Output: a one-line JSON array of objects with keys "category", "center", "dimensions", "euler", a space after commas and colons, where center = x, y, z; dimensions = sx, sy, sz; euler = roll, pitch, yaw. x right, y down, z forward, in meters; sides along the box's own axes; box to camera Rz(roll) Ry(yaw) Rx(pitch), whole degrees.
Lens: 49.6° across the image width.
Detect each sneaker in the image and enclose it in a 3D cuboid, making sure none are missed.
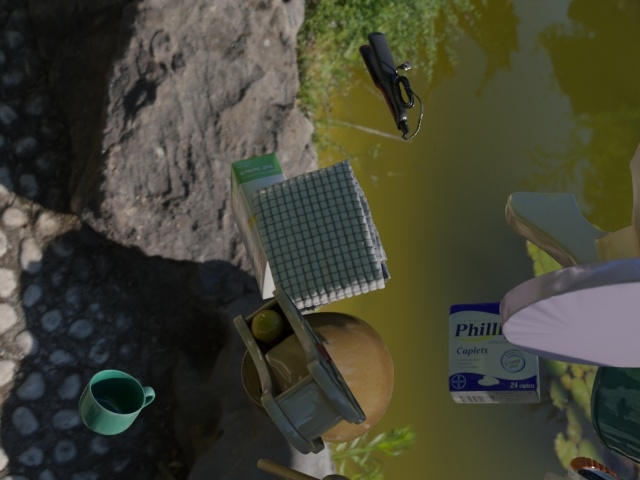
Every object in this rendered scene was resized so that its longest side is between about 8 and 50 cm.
[{"category": "sneaker", "center": [0.588, 0.532, 1.355], "dimensions": [0.262, 0.121, 0.099], "euler": [27, 23, 10]}]

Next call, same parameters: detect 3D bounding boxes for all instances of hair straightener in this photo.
[{"category": "hair straightener", "center": [0.134, -0.291, 1.279], "dimensions": [0.047, 0.089, 0.231], "euler": [-6, 68, -25]}]

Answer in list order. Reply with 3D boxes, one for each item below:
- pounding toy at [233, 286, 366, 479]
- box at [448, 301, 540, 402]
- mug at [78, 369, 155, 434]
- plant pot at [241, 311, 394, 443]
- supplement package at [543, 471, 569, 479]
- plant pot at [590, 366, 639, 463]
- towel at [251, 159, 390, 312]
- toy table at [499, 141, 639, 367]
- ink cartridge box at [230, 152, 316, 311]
[{"category": "pounding toy", "center": [-0.047, 0.193, 0.826], "dimensions": [0.270, 0.154, 0.154], "euler": [56, 0, 40]}, {"category": "box", "center": [0.256, 0.166, 1.026], "dimensions": [0.072, 0.126, 0.137], "euler": [54, 36, -56]}, {"category": "mug", "center": [-0.463, 0.376, 1.563], "dimensions": [0.157, 0.097, 0.129], "euler": [26, 27, -20]}, {"category": "plant pot", "center": [-0.026, 0.221, 1.152], "dimensions": [0.254, 0.237, 0.237], "euler": [31, 44, -65]}, {"category": "supplement package", "center": [0.419, 0.464, 0.906], "dimensions": [0.292, 0.177, 0.175], "euler": [30, 81, 1]}, {"category": "plant pot", "center": [0.574, 0.243, 0.970], "dimensions": [0.271, 0.255, 0.272], "euler": [-8, 109, -25]}, {"category": "towel", "center": [0.000, 0.000, 1.455], "dimensions": [0.234, 0.121, 0.284], "euler": [-17, 75, -1]}, {"category": "toy table", "center": [0.321, 0.020, 0.708], "dimensions": [0.274, 0.252, 0.161], "euler": [8, 55, -4]}, {"category": "ink cartridge box", "center": [-0.112, -0.004, 1.659], "dimensions": [0.119, 0.207, 0.354], "euler": [-15, 62, -16]}]
